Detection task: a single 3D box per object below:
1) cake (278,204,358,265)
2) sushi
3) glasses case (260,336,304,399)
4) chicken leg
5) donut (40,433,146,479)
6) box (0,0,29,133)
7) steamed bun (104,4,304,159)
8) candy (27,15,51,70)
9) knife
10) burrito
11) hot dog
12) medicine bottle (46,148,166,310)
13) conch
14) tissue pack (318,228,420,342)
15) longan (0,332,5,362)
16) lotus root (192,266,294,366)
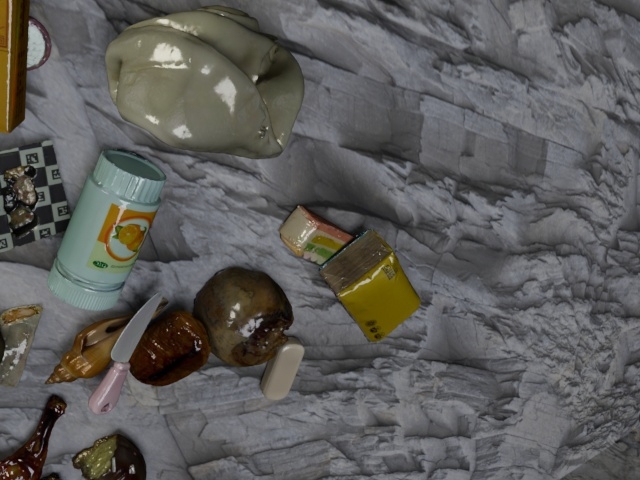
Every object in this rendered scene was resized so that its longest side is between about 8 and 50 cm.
[{"bbox_3d":[0.009,0.009,1.599,0.225,0.090,0.109,30,98,-35],"label":"cake"},{"bbox_3d":[-0.627,-0.093,1.270,0.192,0.050,0.215,-23,130,-31],"label":"sushi"},{"bbox_3d":[-0.109,0.363,1.764,0.083,0.050,0.196,9,113,-31],"label":"glasses case"},{"bbox_3d":[-0.766,0.552,1.550,0.407,0.096,0.158,-41,107,-2],"label":"chicken leg"},{"bbox_3d":[-0.621,0.692,1.666,0.345,0.136,0.259,-25,122,-8],"label":"donut"},{"bbox_3d":[-0.624,-0.405,1.026,0.264,0.116,0.415,7,113,-13],"label":"box"},{"bbox_3d":[-0.200,-0.311,1.177,0.368,0.342,0.255,5,113,-46],"label":"steamed bun"},{"bbox_3d":[-0.554,-0.366,1.156,0.103,0.043,0.103,-11,119,-20],"label":"candy"},{"bbox_3d":[-0.465,0.263,1.472,0.081,0.043,0.336,11,107,-59],"label":"knife"},{"bbox_3d":[-0.701,0.247,1.420,0.087,0.060,0.226,9,112,-34],"label":"burrito"},{"bbox_3d":[-0.367,0.267,1.525,0.227,0.099,0.160,-28,91,14],"label":"hot dog"},{"bbox_3d":[-0.450,-0.024,1.325,0.158,0.158,0.318,17,109,-31],"label":"medicine bottle"},{"bbox_3d":[-0.512,0.234,1.495,0.330,0.093,0.109,-40,110,-24],"label":"conch"},{"bbox_3d":[0.140,0.129,1.673,0.192,0.134,0.271,-38,137,-2],"label":"tissue pack"},{"bbox_3d":[-0.775,0.222,1.297,0.212,0.198,0.198,31,102,-20],"label":"longan"},{"bbox_3d":[-0.180,0.212,1.578,0.272,0.192,0.272,-14,120,-25],"label":"lotus root"}]
